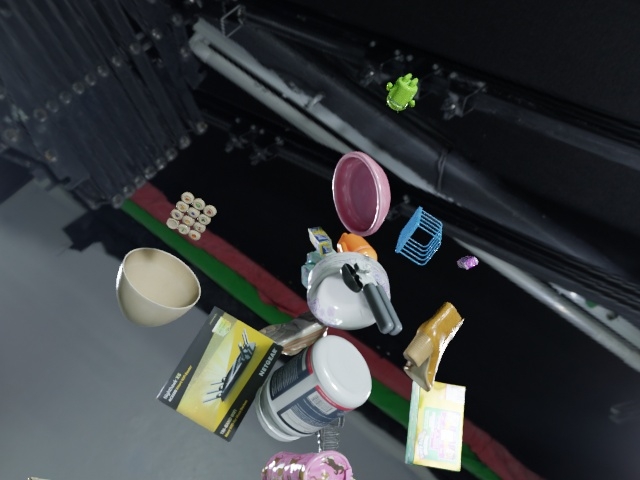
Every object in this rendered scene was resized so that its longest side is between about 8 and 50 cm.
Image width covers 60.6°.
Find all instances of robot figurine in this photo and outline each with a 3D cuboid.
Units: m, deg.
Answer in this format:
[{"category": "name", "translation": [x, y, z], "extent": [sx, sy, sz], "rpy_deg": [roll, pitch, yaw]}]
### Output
[{"category": "robot figurine", "translation": [0.244, -0.439, 1.635], "extent": [0.101, 0.067, 0.115], "rpy_deg": [37, -50, 3]}, {"category": "robot figurine", "translation": [0.155, 0.055, 2.328], "extent": [0.219, 0.128, 0.158], "rpy_deg": [49, -9, 45]}]

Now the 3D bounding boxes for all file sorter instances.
[{"category": "file sorter", "translation": [0.324, -0.013, 1.768], "extent": [0.104, 0.170, 0.118], "rpy_deg": [33, -65, 1]}]

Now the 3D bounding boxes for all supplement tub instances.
[{"category": "supplement tub", "translation": [-0.022, 0.384, 1.407], "extent": [0.191, 0.191, 0.272], "rpy_deg": [44, -60, -10]}]

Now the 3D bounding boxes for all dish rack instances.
[{"category": "dish rack", "translation": [0.027, 0.639, 1.859], "extent": [0.074, 0.208, 0.272], "rpy_deg": [3, -69, -4]}]

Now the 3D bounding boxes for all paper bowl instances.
[{"category": "paper bowl", "translation": [0.097, 0.163, 1.911], "extent": [0.284, 0.148, 0.284], "rpy_deg": [0, -56, 1]}]

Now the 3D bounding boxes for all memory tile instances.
[{"category": "memory tile", "translation": [-0.388, -0.070, 1.638], "extent": [0.113, 0.012, 0.148], "rpy_deg": [32, -56, -12]}]

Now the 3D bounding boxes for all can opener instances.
[{"category": "can opener", "translation": [0.150, 0.165, 1.616], "extent": [0.074, 0.280, 0.093], "rpy_deg": [15, -56, -39]}]

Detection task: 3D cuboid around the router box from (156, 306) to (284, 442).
[{"category": "router box", "translation": [-0.287, 0.387, 1.604], "extent": [0.243, 0.309, 0.081], "rpy_deg": [30, -17, 1]}]

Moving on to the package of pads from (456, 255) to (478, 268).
[{"category": "package of pads", "translation": [0.524, 0.078, 1.953], "extent": [0.032, 0.050, 0.083], "rpy_deg": [63, -3, -4]}]

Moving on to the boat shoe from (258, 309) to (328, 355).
[{"category": "boat shoe", "translation": [-0.111, 0.361, 1.963], "extent": [0.123, 0.324, 0.116], "rpy_deg": [-136, -148, -56]}]

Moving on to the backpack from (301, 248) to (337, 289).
[{"category": "backpack", "translation": [0.020, 0.159, 2.678], "extent": [0.225, 0.191, 0.254], "rpy_deg": [44, -38, 33]}]

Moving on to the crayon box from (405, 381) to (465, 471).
[{"category": "crayon box", "translation": [0.389, 0.622, 1.852], "extent": [0.165, 0.278, 0.081], "rpy_deg": [12, -19, -7]}]

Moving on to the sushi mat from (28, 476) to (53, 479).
[{"category": "sushi mat", "translation": [-0.622, 0.649, 1.289], "extent": [0.019, 0.151, 0.316], "rpy_deg": [-6, -27, -3]}]

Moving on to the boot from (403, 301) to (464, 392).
[{"category": "boot", "translation": [0.345, 0.318, 1.621], "extent": [0.104, 0.211, 0.295], "rpy_deg": [36, -19, 33]}]

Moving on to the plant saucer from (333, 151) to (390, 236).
[{"category": "plant saucer", "translation": [0.167, -0.184, 2.152], "extent": [0.332, 0.084, 0.332], "rpy_deg": [28, -58, 55]}]

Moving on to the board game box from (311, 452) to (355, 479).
[{"category": "board game box", "translation": [0.017, 0.912, 2.044], "extent": [0.142, 0.144, 0.275], "rpy_deg": [45, -23, -5]}]

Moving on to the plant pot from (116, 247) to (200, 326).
[{"category": "plant pot", "translation": [-0.591, 0.191, 1.911], "extent": [0.284, 0.284, 0.191], "rpy_deg": [39, -65, -1]}]

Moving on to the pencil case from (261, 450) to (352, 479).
[{"category": "pencil case", "translation": [-0.050, 0.743, 1.723], "extent": [0.167, 0.160, 0.386], "rpy_deg": [52, -33, -1]}]

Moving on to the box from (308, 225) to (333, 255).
[{"category": "box", "translation": [0.000, 0.000, 2.259], "extent": [0.169, 0.054, 0.059], "rpy_deg": [-128, -155, -63]}]
